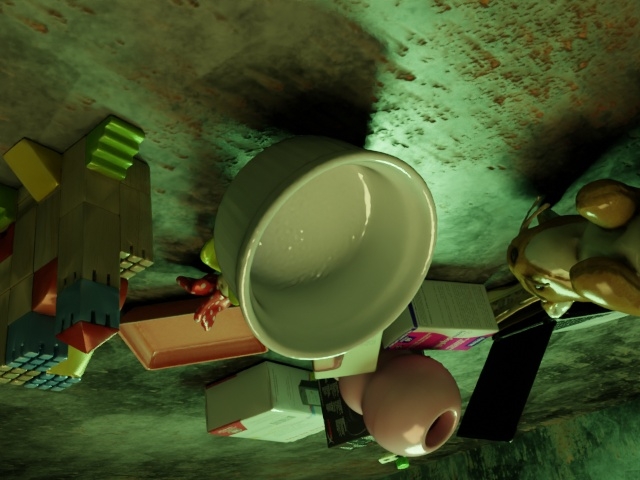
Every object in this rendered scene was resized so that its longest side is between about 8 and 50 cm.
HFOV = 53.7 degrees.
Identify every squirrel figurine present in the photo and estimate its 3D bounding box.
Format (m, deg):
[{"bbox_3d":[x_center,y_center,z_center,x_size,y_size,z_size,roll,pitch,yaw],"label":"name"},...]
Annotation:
[{"bbox_3d":[0.495,0.020,0.946,0.397,0.280,0.370,-2,169,-32],"label":"squirrel figurine"}]

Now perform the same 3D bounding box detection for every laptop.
[{"bbox_3d":[0.532,0.301,1.443,0.408,0.236,0.382,-7,166,-6],"label":"laptop"}]

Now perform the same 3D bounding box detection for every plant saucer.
[{"bbox_3d":[-0.242,0.176,1.242,0.259,0.047,0.258,-9,151,-5],"label":"plant saucer"}]

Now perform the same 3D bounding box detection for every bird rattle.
[{"bbox_3d":[-0.104,0.061,1.011,0.207,0.143,0.253,-15,158,-26],"label":"bird rattle"}]

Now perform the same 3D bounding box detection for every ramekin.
[{"bbox_3d":[0.000,0.000,0.806,0.277,0.135,0.277,-15,122,-25],"label":"ramekin"}]

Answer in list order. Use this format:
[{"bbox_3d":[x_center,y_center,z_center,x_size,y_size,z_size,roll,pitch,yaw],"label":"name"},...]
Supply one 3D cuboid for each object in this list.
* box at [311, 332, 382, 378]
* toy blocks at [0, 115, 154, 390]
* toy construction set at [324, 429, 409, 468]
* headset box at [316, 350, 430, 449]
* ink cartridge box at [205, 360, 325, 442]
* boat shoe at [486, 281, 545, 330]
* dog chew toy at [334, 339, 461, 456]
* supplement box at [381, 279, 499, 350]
[{"bbox_3d":[0.037,0.150,1.181,0.127,0.148,0.232,-8,151,-3],"label":"box"},{"bbox_3d":[-0.338,0.059,0.782,0.381,0.260,0.191,-28,147,29],"label":"toy blocks"},{"bbox_3d":[0.158,0.525,1.796,0.309,0.237,0.257,-4,150,-11],"label":"toy construction set"},{"bbox_3d":[0.143,0.356,1.511,0.293,0.218,0.110,-29,147,29],"label":"headset box"},{"bbox_3d":[-0.114,0.427,1.645,0.226,0.131,0.306,-28,148,27],"label":"ink cartridge box"},{"bbox_3d":[0.447,0.133,1.339,0.285,0.089,0.105,-25,147,29],"label":"boat shoe"},{"bbox_3d":[0.133,0.298,1.337,0.207,0.332,0.206,-22,128,-32],"label":"dog chew toy"},{"bbox_3d":[0.235,0.154,1.293,0.220,0.113,0.111,5,147,-28],"label":"supplement box"}]
